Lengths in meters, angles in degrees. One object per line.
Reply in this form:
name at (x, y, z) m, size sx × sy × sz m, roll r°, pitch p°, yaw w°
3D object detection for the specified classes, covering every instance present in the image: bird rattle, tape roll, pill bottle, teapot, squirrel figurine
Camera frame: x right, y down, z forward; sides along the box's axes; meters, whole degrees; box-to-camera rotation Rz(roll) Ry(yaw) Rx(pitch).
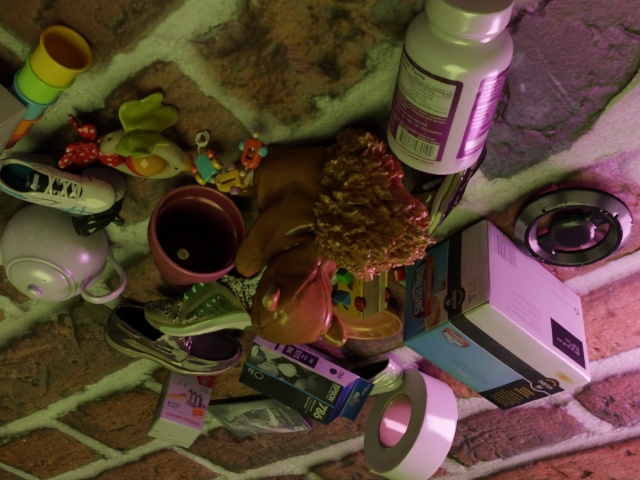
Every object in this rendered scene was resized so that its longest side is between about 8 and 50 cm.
bird rattle at (-0.367, -0.166, 1.443) m, size 0.253 × 0.143 × 0.207 m, roll -18°, pitch 149°, yaw 31°
tape roll at (0.228, 0.482, 1.936) m, size 0.100 × 0.286 × 0.286 m, roll 26°, pitch 136°, yaw -19°
pill bottle at (0.208, -0.265, 1.190) m, size 0.169 × 0.169 × 0.302 m, roll 9°, pitch 139°, yaw 1°
teapot at (-0.605, 0.052, 1.678) m, size 0.256 × 0.187 × 0.252 m, roll -21°, pitch 131°, yaw 29°
squirrel figurine at (0.000, 0.000, 1.369) m, size 0.397 × 0.370 × 0.281 m, roll -28°, pitch 126°, yaw 34°

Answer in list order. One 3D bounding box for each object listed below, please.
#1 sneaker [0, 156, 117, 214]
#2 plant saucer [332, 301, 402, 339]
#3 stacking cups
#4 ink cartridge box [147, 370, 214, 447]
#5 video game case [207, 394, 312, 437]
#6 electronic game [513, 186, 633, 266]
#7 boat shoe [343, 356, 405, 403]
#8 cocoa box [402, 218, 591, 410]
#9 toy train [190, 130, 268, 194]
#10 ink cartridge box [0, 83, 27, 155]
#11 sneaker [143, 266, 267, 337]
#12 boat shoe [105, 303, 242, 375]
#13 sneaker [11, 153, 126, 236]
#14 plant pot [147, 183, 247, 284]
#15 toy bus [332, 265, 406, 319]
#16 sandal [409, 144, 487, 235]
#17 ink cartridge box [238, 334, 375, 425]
sneaker at (-0.517, -0.102, 1.447) m, size 0.237 × 0.086 × 0.085 m, roll 13°, pitch 94°, yaw -8°
plant saucer at (0.097, 0.184, 1.788) m, size 0.199 × 0.037 × 0.200 m, roll 5°, pitch 151°, yaw 3°
stacking cups at (-0.534, -0.273, 1.388) m, size 0.096 × 0.096 × 0.316 m, roll 34°, pitch 138°, yaw -25°
ink cartridge box at (-0.393, 0.471, 2.115) m, size 0.128 × 0.176 × 0.127 m, roll 22°, pitch 137°, yaw -14°
video game case at (-0.187, 0.531, 2.261) m, size 0.274 × 0.026 × 0.196 m, roll -12°, pitch 134°, yaw 21°
electronic game at (0.505, -0.023, 1.497) m, size 0.229 × 0.048 × 0.229 m, roll 6°, pitch 140°, yaw 5°
boat shoe at (0.090, 0.376, 1.987) m, size 0.267 × 0.096 × 0.088 m, roll -20°, pitch 127°, yaw 28°
cocoa box at (0.373, 0.169, 1.597) m, size 0.347 × 0.231 × 0.228 m, roll 35°, pitch 133°, yaw -27°
toy train at (-0.171, -0.151, 1.427) m, size 0.166 × 0.125 × 0.046 m, roll 15°, pitch 179°, yaw 31°
ink cartridge box at (-0.700, -0.252, 1.344) m, size 0.283 × 0.117 × 0.207 m, roll 44°, pitch 131°, yaw -8°
sneaker at (-0.239, 0.112, 1.755) m, size 0.410 × 0.158 × 0.182 m, roll -7°, pitch 105°, yaw 20°
boat shoe at (-0.375, 0.248, 1.899) m, size 0.355 × 0.132 × 0.130 m, roll 10°, pitch 139°, yaw -3°
sneaker at (-0.541, -0.087, 1.572) m, size 0.268 × 0.101 × 0.153 m, roll 9°, pitch 138°, yaw -2°
plant pot at (-0.272, 0.007, 1.578) m, size 0.201 × 0.201 × 0.180 m, roll 21°, pitch 153°, yaw -13°
toy bus at (0.086, 0.067, 1.626) m, size 0.104 × 0.202 × 0.191 m, roll 16°, pitch 158°, yaw 42°
sandal at (0.223, -0.093, 1.442) m, size 0.086 × 0.120 × 0.303 m, roll 36°, pitch 137°, yaw 11°
ink cartridge box at (-0.040, 0.370, 1.942) m, size 0.332 × 0.065 × 0.165 m, roll 24°, pitch 125°, yaw 4°
